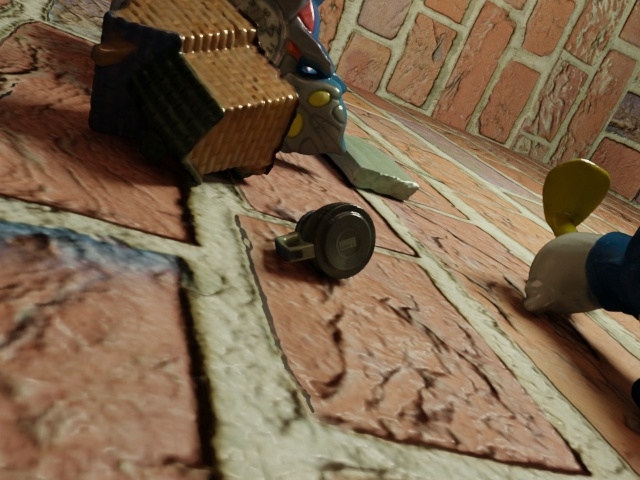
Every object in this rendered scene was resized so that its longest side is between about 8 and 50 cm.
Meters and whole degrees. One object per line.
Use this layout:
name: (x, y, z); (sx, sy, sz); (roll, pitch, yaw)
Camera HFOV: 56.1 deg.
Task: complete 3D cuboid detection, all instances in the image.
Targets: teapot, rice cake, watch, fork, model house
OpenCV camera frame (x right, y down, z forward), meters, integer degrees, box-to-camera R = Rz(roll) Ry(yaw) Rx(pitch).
teapot: (0.000, 0.000, 0.527); (0.087, 0.066, 0.057); (-16, 17, -29)
rice cake: (0.064, -0.135, 0.989); (0.127, 0.043, 0.237); (14, 21, -31)
watch: (-0.056, -0.253, 0.916); (0.305, 0.241, 0.274); (48, 8, -3)
fork: (0.154, -0.176, 1.247); (0.235, 0.021, 0.039); (24, 21, 3)
model house: (-0.148, -0.149, 0.624); (0.172, 0.166, 0.183); (-22, 62, -45)

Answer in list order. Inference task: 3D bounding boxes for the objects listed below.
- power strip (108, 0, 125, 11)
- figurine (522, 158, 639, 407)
power strip: (-0.300, -0.319, 0.942); (0.037, 0.109, 0.279); (10, 23, -32)
figurine: (0.353, 0.055, 0.602); (0.205, 0.283, 0.338); (60, 28, -23)
